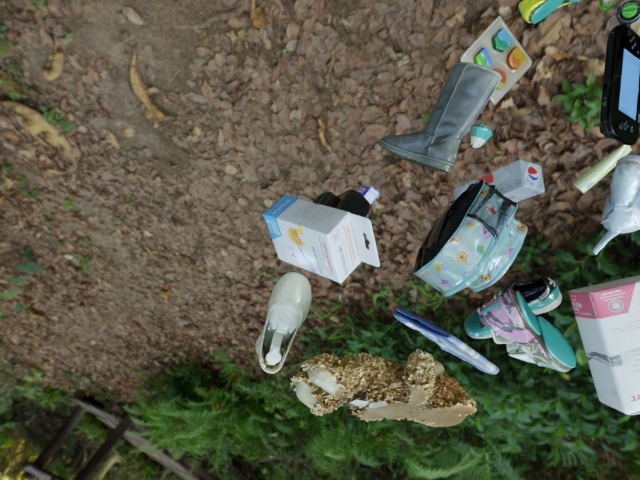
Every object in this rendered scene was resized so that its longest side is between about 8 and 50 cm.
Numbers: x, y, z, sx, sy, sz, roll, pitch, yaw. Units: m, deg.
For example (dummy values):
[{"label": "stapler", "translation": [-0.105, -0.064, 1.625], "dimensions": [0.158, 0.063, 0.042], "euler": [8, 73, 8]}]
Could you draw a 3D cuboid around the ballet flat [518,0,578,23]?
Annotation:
[{"label": "ballet flat", "translation": [0.625, -0.650, 1.189], "dimensions": [0.230, 0.077, 0.077], "euler": [-28, 146, 3]}]

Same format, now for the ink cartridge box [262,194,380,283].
[{"label": "ink cartridge box", "translation": [0.000, 0.000, 0.744], "dimensions": [0.181, 0.061, 0.104], "euler": [18, 139, 38]}]

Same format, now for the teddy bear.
[{"label": "teddy bear", "translation": [0.113, 0.260, 0.841], "dimensions": [0.337, 0.113, 0.245], "euler": [1, 139, -2]}]

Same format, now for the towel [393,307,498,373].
[{"label": "towel", "translation": [0.349, 0.282, 1.268], "dimensions": [0.285, 0.034, 0.209], "euler": [36, 172, -36]}]

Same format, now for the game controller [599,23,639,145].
[{"label": "game controller", "translation": [0.847, -0.429, 1.270], "dimensions": [0.166, 0.320, 0.067], "euler": [10, 176, -23]}]

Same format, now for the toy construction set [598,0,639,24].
[{"label": "toy construction set", "translation": [0.973, -0.646, 1.224], "dimensions": [0.309, 0.237, 0.258], "euler": [-41, 73, 27]}]

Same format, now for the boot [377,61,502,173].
[{"label": "boot", "translation": [0.231, -0.254, 0.911], "dimensions": [0.189, 0.076, 0.209], "euler": [25, 101, 28]}]

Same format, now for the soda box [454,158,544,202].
[{"label": "soda box", "translation": [0.568, -0.162, 1.478], "dimensions": [0.097, 0.091, 0.286], "euler": [8, 164, -25]}]

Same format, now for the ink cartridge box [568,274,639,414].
[{"label": "ink cartridge box", "translation": [0.745, 0.237, 1.079], "dimensions": [0.207, 0.283, 0.117], "euler": [-13, 175, 1]}]

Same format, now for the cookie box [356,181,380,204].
[{"label": "cookie box", "translation": [0.126, -0.124, 1.411], "dimensions": [0.040, 0.107, 0.092], "euler": [37, -175, -17]}]

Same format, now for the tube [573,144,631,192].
[{"label": "tube", "translation": [1.146, -0.295, 1.848], "dimensions": [0.062, 0.070, 0.240], "euler": [42, 114, -4]}]

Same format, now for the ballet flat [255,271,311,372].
[{"label": "ballet flat", "translation": [-0.077, 0.176, 0.919], "dimensions": [0.086, 0.086, 0.249], "euler": [24, 124, 7]}]

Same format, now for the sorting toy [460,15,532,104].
[{"label": "sorting toy", "translation": [0.573, -0.578, 1.470], "dimensions": [0.208, 0.193, 0.038], "euler": [44, 177, -21]}]

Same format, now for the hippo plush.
[{"label": "hippo plush", "translation": [0.948, -0.106, 1.292], "dimensions": [0.236, 0.294, 0.235], "euler": [16, 131, 29]}]

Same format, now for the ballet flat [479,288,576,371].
[{"label": "ballet flat", "translation": [0.310, 0.145, 0.697], "dimensions": [0.079, 0.077, 0.221], "euler": [-29, 131, 32]}]

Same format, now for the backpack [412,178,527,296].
[{"label": "backpack", "translation": [0.259, 0.012, 0.814], "dimensions": [0.144, 0.188, 0.166], "euler": [43, 157, 4]}]

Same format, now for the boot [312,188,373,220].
[{"label": "boot", "translation": [0.068, -0.045, 0.949], "dimensions": [0.106, 0.082, 0.219], "euler": [39, 172, -27]}]

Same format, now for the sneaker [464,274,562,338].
[{"label": "sneaker", "translation": [0.563, 0.192, 1.383], "dimensions": [0.302, 0.108, 0.121], "euler": [-31, 128, 18]}]

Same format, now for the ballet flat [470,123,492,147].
[{"label": "ballet flat", "translation": [0.662, -0.426, 1.894], "dimensions": [0.083, 0.247, 0.087], "euler": [22, 104, 15]}]
